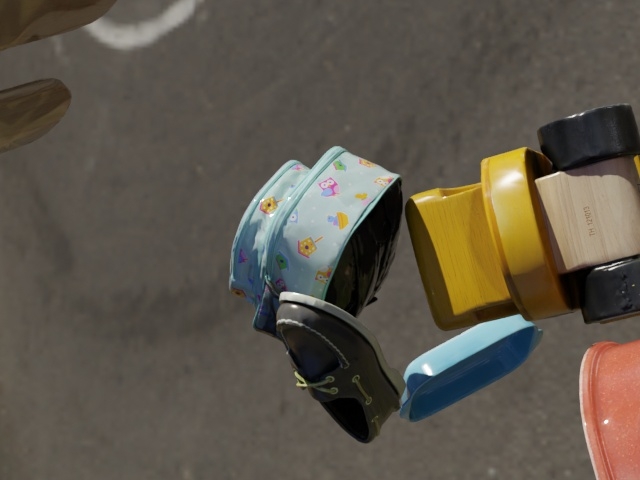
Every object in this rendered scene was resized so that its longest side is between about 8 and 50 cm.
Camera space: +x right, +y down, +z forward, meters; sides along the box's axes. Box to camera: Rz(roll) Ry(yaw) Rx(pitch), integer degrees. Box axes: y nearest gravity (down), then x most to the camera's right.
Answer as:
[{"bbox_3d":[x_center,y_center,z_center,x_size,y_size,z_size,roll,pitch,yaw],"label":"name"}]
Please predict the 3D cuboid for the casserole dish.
[{"bbox_3d":[0.160,0.136,1.669,0.037,0.188,0.114,57,163,26],"label":"casserole dish"}]

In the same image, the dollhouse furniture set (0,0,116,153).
[{"bbox_3d":[-0.267,-0.328,1.173,0.362,0.256,0.394,47,130,14],"label":"dollhouse furniture set"}]

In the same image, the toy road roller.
[{"bbox_3d":[0.228,-0.007,1.516,0.329,0.240,0.202,5,-109,-73],"label":"toy road roller"}]

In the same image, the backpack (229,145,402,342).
[{"bbox_3d":[0.000,0.000,1.474,0.166,0.144,0.188,-48,-12,-37],"label":"backpack"}]

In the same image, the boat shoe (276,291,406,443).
[{"bbox_3d":[0.016,0.121,1.402,0.081,0.228,0.069,13,68,32],"label":"boat shoe"}]

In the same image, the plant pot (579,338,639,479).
[{"bbox_3d":[0.388,0.159,1.188,0.265,0.272,0.272,-26,53,26],"label":"plant pot"}]
